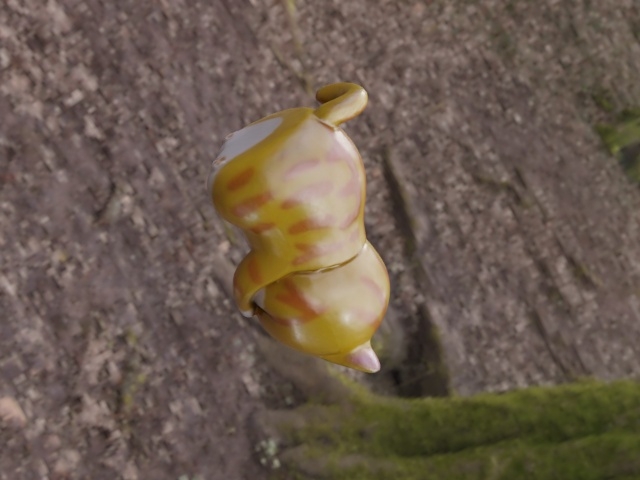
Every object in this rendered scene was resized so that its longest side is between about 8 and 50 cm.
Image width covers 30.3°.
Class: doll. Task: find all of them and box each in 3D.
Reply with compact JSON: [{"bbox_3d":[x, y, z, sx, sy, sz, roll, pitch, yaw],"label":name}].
[{"bbox_3d":[-0.019,-0.007,1.196,0.166,0.162,0.269,-73,156,-63],"label":"doll"}]
